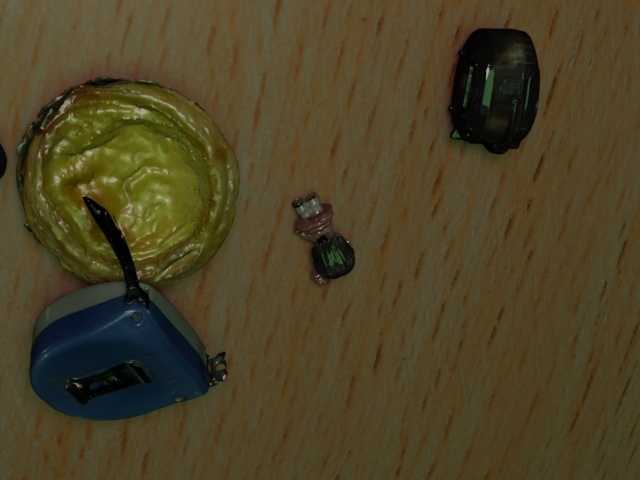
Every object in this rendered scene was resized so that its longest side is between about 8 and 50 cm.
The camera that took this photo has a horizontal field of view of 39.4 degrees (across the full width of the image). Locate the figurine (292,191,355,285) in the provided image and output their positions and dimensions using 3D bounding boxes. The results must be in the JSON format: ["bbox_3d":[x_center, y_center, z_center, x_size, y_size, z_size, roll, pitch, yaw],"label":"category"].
[{"bbox_3d":[0.000,0.000,1.232,0.072,0.054,0.129,-27,114,-1],"label":"figurine"}]

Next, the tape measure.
[{"bbox_3d":[-0.278,0.105,1.097,0.215,0.098,0.351,-19,137,8],"label":"tape measure"}]

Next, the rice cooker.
[{"bbox_3d":[0.231,-0.200,1.192,0.106,0.112,0.165,7,106,-13],"label":"rice cooker"}]

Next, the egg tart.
[{"bbox_3d":[-0.238,-0.071,1.115,0.278,0.095,0.279,-3,108,-11],"label":"egg tart"}]

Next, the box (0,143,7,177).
[{"bbox_3d":[-0.550,-0.118,1.012,0.290,0.073,0.289,-34,116,-2],"label":"box"}]
